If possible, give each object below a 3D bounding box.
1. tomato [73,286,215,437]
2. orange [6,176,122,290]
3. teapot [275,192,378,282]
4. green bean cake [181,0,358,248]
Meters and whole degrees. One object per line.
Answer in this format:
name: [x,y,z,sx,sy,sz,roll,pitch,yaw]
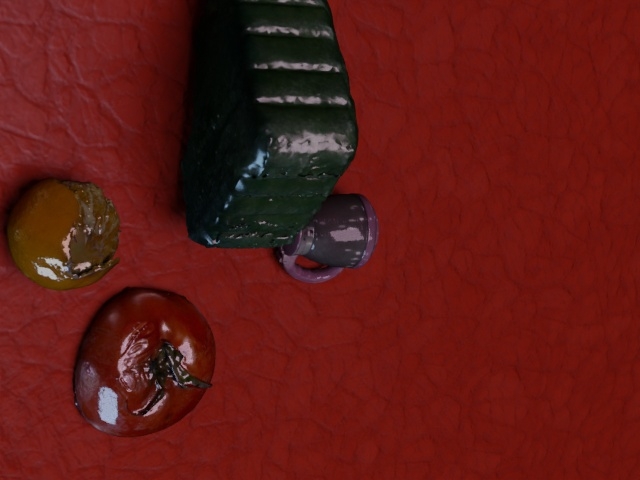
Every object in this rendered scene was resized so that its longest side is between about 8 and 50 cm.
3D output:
tomato: [-0.239,0.182,1.773,0.228,0.101,0.228,-11,108,-35]
orange: [-0.328,-0.006,1.618,0.156,0.134,0.157,-19,128,-26]
teapot: [-0.001,-0.010,1.903,0.146,0.148,0.116,1,69,-26]
green bean cake: [-0.080,-0.173,1.683,0.169,0.300,0.308,0,64,-24]
